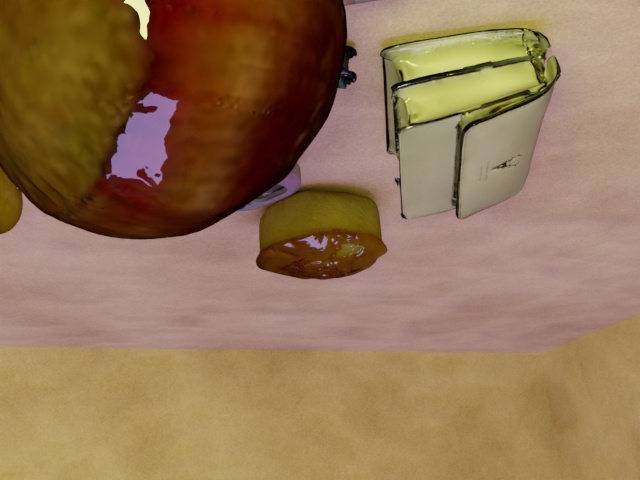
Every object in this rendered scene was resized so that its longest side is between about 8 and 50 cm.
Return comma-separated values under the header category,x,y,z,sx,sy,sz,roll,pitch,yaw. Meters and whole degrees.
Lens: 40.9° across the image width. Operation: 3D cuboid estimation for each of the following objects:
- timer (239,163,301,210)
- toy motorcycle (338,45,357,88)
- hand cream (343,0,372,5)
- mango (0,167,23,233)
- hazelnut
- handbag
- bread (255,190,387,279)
category,x,y,z,sx,sy,sz,roll,pitch,yaw
timer,-0.149,-0.116,1.522,0.191,0.069,0.208,-20,154,35
toy motorcycle,-0.006,-0.258,1.185,0.100,0.058,0.173,-4,163,15
hand cream,0.072,-0.318,1.063,0.209,0.043,0.067,-9,160,-3
mango,-0.570,-0.092,1.375,0.130,0.167,0.262,4,167,19
hazelnut,-0.165,-0.181,0.928,0.421,0.353,0.421,-12,136,-12
handbag,0.227,-0.169,1.342,0.236,0.160,0.358,-13,160,1
bread,0.000,0.000,1.761,0.270,0.148,0.270,-4,160,-1
